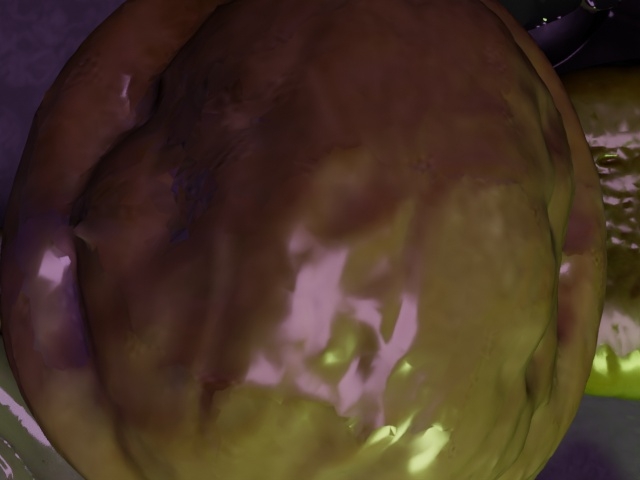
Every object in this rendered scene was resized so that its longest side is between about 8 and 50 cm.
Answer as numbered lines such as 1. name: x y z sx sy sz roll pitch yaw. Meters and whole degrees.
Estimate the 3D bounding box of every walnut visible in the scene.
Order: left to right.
1. walnut: -0.006 0.014 0.880 0.384 0.383 0.383 0 96 -1

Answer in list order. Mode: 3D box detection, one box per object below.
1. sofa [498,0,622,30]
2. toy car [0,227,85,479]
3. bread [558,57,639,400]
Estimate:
1. sofa: 0.073 -0.242 1.070 0.258 0.182 0.200 -22 113 2
2. toy car: -0.233 0.172 1.016 0.336 0.226 0.242 44 129 -5
3. bread: 0.309 -0.006 1.045 0.377 0.208 0.251 -3 73 -3
